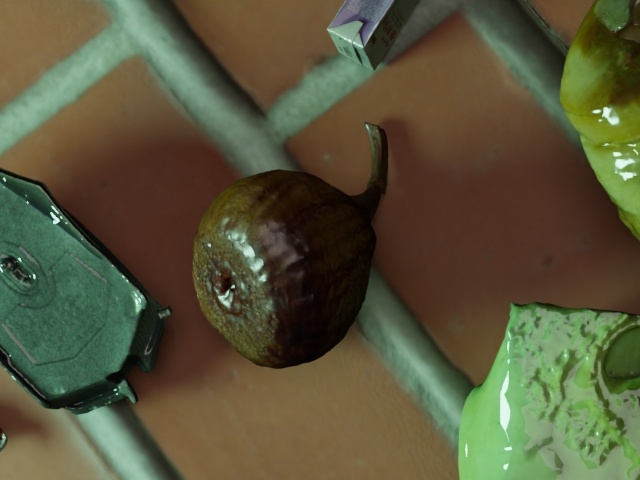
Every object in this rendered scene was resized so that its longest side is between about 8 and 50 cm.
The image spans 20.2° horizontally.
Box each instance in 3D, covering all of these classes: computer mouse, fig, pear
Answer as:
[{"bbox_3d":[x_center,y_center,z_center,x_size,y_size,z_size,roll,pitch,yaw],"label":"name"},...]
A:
[{"bbox_3d":[-0.208,0.031,1.348,0.231,0.071,0.126,42,98,5],"label":"computer mouse"},{"bbox_3d":[0.000,0.000,1.323,0.134,0.146,0.201,46,47,10],"label":"fig"},{"bbox_3d":[0.238,0.184,1.213,0.286,0.176,0.282,3,80,12],"label":"pear"}]

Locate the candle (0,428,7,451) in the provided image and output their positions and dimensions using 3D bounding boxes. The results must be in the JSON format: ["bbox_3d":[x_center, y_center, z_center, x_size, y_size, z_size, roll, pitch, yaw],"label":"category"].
[{"bbox_3d":[-0.313,0.136,1.346,0.162,0.048,0.053,8,108,6],"label":"candle"}]

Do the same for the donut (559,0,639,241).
[{"bbox_3d":[0.346,-0.129,1.226,0.360,0.170,0.360,-13,60,25],"label":"donut"}]

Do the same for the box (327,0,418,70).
[{"bbox_3d":[0.053,-0.192,1.375,0.036,0.050,0.117,29,84,19],"label":"box"}]
